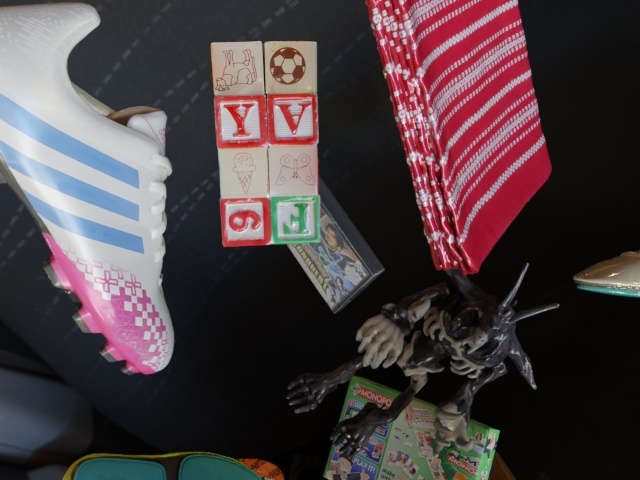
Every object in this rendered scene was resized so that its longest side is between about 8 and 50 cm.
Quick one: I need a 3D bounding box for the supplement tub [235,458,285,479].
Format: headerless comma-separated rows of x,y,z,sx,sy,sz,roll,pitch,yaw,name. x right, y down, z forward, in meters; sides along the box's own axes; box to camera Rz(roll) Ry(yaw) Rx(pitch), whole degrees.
-0.088,0.459,0.674,0.207,0.207,0.338,-38,40,14,supplement tub

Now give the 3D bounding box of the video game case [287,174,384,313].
0.000,0.000,1.181,0.035,0.248,0.275,-29,77,-27,video game case

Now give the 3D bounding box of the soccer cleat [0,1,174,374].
-0.166,-0.024,0.456,0.143,0.331,0.116,-33,40,-20,soccer cleat

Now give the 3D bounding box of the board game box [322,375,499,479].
0.158,0.405,1.055,0.317,0.046,0.214,10,79,45,board game box

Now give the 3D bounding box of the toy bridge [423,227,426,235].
0.346,-0.018,1.430,0.188,0.063,0.026,17,117,61,toy bridge

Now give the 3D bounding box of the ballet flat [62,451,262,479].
-0.179,0.289,0.652,0.077,0.231,0.077,-50,34,43,ballet flat

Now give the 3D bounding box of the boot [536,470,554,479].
0.484,0.553,1.052,0.207,0.246,0.094,27,100,26,boot

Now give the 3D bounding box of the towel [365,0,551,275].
0.112,-0.135,0.412,0.031,0.275,0.199,2,31,42,towel

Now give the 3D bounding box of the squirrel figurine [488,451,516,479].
0.381,0.768,1.326,0.370,0.397,0.281,-41,86,6,squirrel figurine

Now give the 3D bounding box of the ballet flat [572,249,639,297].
0.429,0.043,0.662,0.248,0.086,0.086,12,76,3,ballet flat

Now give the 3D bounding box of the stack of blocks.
-0.053,-0.106,0.612,0.087,0.297,0.171,-2,100,-3,stack of blocks

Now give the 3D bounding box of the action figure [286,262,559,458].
0.102,0.130,0.563,0.275,0.141,0.164,-39,90,27,action figure
